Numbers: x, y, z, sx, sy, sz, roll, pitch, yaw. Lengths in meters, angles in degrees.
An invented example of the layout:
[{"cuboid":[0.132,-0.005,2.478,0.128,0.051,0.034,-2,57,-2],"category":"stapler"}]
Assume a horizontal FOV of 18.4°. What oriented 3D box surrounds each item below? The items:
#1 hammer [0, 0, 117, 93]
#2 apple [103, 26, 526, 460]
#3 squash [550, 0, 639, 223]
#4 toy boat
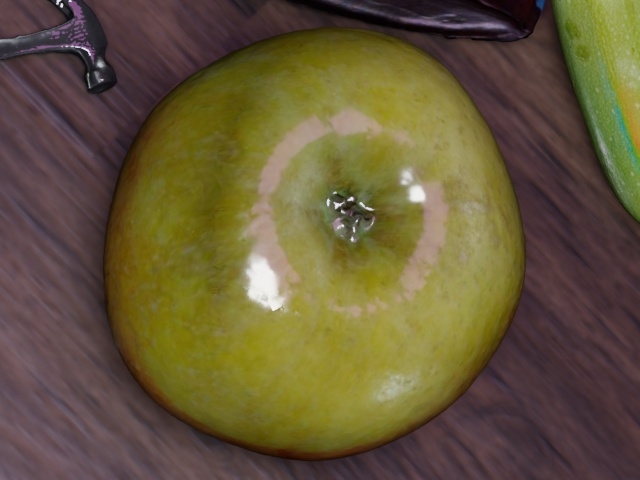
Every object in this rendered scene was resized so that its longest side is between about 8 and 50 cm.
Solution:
[{"cuboid":[-0.222,-0.109,1.163,0.201,0.021,0.078,-14,77,-27],"category":"hammer"},{"cuboid":[0.000,0.000,1.120,0.261,0.194,0.261,5,77,-21],"category":"apple"},{"cuboid":[0.213,-0.084,1.288,0.095,0.095,0.188,-21,101,-28],"category":"squash"},{"cuboid":[0.053,-0.192,1.268,0.223,0.100,0.097,10,74,-25],"category":"toy boat"}]
